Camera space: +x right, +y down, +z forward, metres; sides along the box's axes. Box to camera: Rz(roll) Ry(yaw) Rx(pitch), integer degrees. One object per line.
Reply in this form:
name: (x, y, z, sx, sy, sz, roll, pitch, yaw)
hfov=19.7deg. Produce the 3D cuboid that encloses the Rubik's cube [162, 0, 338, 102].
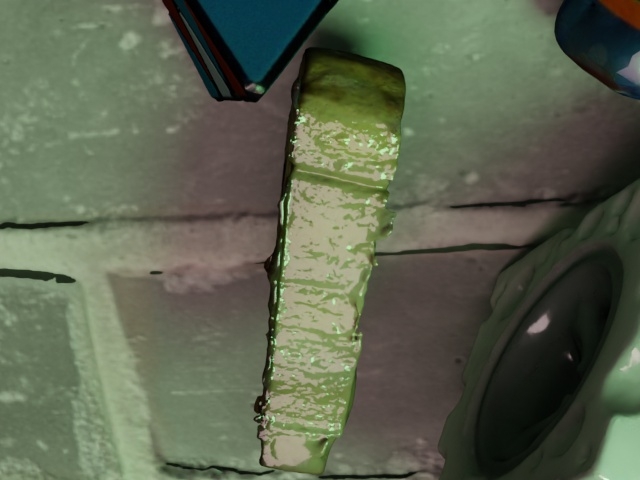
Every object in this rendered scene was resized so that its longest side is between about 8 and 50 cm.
Rubik's cube: (-0.090, -0.201, 1.071, 0.234, 0.250, 0.284, 42, 123, -9)

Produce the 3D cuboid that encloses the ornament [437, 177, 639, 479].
ornament: (0.234, 0.130, 1.174, 0.240, 0.240, 0.239, 30, 149, -12)

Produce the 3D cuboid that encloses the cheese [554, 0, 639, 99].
cheese: (0.196, -0.228, 1.045, 0.129, 0.217, 0.329, -25, 138, -29)

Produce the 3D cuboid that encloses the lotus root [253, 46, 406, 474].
lotus root: (0.000, 0.000, 1.209, 0.074, 0.170, 0.260, 7, 113, -6)
